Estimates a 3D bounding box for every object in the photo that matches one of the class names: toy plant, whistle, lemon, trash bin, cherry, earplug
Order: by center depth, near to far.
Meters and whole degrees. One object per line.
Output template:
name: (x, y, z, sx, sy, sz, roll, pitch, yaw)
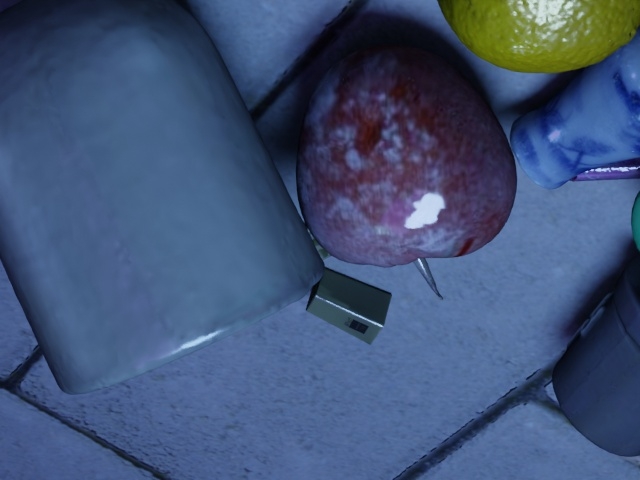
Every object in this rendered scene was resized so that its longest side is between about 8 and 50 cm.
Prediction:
lemon: (0.214, -0.256, 1.574, 0.231, 0.192, 0.192, 5, 132, 9)
earplug: (-0.215, -0.075, 1.725, 0.313, 0.312, 0.394, -22, 97, 28)
cherry: (0.089, -0.071, 1.755, 0.236, 0.213, 0.285, -17, 102, 7)
whistle: (0.340, -0.083, 1.805, 0.177, 0.033, 0.033, -1, 131, 14)
toy plant: (0.419, 0.061, 1.819, 0.279, 0.185, 0.400, 32, 124, -8)
trash bin: (0.033, 0.078, 2.000, 0.092, 0.061, 0.043, 25, 132, -6)

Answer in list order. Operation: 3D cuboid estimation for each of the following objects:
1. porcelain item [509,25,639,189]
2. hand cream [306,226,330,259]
porcelain item: (0.316, -0.143, 1.698, 0.141, 0.141, 0.259, 40, 137, -22)
hand cream: (0.000, 0.000, 1.962, 0.165, 0.037, 0.057, -28, 120, 25)
